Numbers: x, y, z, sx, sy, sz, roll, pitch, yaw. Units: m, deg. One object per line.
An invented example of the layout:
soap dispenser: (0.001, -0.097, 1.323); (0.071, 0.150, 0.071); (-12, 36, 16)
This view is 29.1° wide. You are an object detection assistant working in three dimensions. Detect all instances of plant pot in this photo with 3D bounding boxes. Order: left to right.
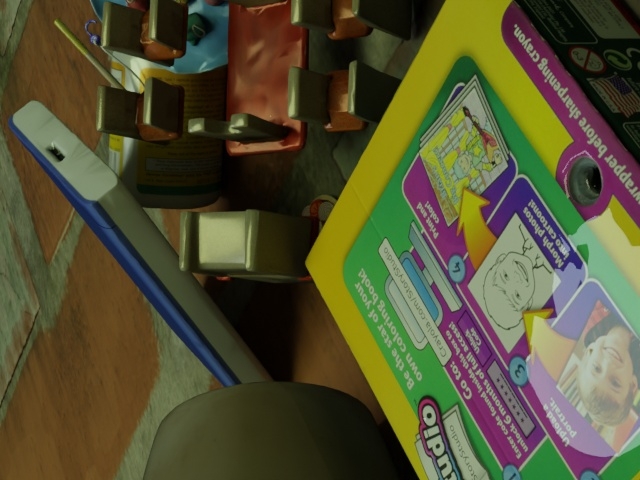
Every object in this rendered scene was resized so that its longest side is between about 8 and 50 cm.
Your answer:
plant pot: (-0.035, 0.277, 0.996); (0.323, 0.323, 0.280); (-49, 37, 48)

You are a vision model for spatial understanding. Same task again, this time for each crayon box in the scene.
crayon box: (0.153, 0.045, 0.817); (0.363, 0.106, 0.313); (62, 142, 33)

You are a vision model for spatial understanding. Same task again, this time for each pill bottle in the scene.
pill bottle: (-0.155, -0.144, 1.262); (0.117, 0.117, 0.208); (21, 112, 55)

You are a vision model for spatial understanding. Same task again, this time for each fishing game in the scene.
fishing game: (-0.136, -0.246, 1.142); (0.264, 0.041, 0.189); (-38, 95, 24)

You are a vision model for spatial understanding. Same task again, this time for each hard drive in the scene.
hard drive: (-0.163, 0.023, 1.182); (0.210, 0.040, 0.319); (39, 165, 49)

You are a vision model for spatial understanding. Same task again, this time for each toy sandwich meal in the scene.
toy sandwich meal: (0.000, 0.000, 1.117); (0.085, 0.029, 0.086); (11, 103, 56)

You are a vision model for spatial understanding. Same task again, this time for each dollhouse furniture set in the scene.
dollhouse furniture set: (-0.047, -0.095, 1.047); (0.262, 0.135, 0.259); (-1, 85, 33)
